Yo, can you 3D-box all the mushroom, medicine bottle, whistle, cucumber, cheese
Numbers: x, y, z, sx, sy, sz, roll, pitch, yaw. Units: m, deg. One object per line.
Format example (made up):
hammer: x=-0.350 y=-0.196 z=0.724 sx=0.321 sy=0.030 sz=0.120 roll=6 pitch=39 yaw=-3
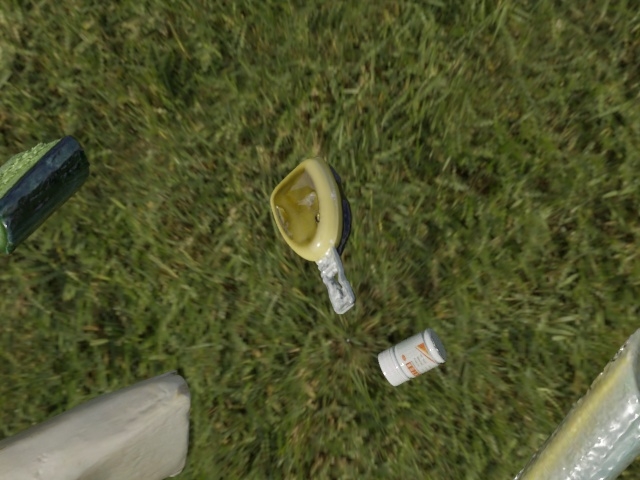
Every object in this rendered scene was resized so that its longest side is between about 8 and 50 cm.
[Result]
mushroom: x=-0.361 y=0.318 z=1.553 sx=0.407 sy=0.154 sz=0.137 roll=-21 pitch=59 yaw=-1
medicine bottle: x=0.136 y=0.172 z=1.581 sx=0.089 sy=0.057 sz=0.057 roll=-28 pitch=84 yaw=15
whistle: x=0.193 y=0.197 z=0.861 sx=0.057 sy=0.068 sz=0.326 roll=16 pitch=126 yaw=-22
cucumber: x=-0.297 y=-0.045 z=1.079 sx=0.115 sy=0.116 sz=0.062 roll=-48 pitch=114 yaw=-28
cheese: x=0.001 y=0.000 z=1.080 sx=0.086 sy=0.036 sz=0.162 roll=-39 pitch=59 yaw=32
